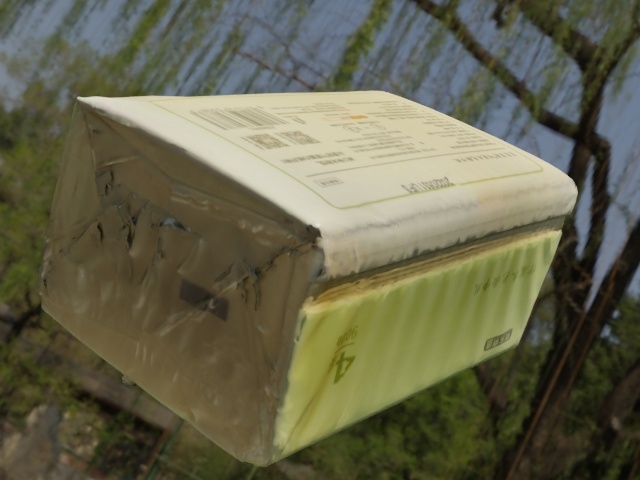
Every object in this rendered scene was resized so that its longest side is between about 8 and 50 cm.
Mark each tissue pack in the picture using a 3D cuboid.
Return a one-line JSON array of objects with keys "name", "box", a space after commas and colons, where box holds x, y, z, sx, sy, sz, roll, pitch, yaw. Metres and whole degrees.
[{"name": "tissue pack", "box": [0.000, 0.000, 0.515, 0.159, 0.125, 0.234, 28, 24, 31]}]
